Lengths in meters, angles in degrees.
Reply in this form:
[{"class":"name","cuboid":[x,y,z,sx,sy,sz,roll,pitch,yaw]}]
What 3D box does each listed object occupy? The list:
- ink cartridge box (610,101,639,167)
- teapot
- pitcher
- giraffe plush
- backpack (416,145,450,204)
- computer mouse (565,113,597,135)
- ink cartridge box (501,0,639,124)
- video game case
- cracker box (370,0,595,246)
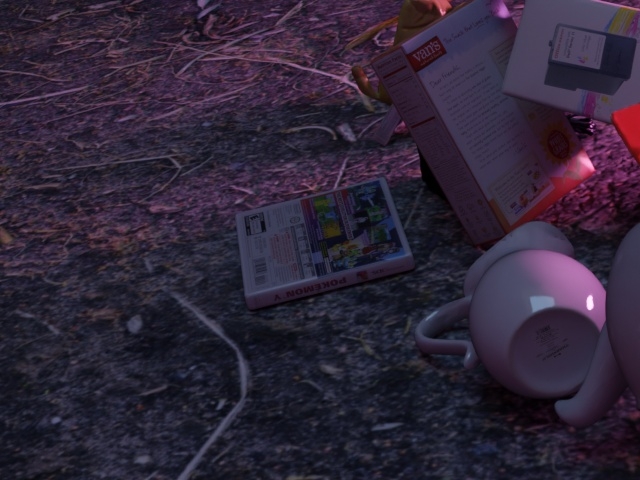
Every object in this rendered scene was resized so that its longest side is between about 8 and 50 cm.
[{"class":"ink cartridge box","cuboid":[0.415,0.010,0.947,0.308,0.091,0.385,-21,70,-37]},{"class":"teapot","cuboid":[0.330,0.096,1.080,0.253,0.187,0.256,13,-7,2]},{"class":"pitcher","cuboid":[0.171,0.076,1.301,0.178,0.125,0.207,-33,16,8]},{"class":"giraffe plush","cuboid":[0.152,-0.226,1.826,0.210,0.181,0.170,-41,6,25]},{"class":"backpack","cuboid":[0.159,-0.116,1.629,0.101,0.120,0.098,-25,29,-18]},{"class":"computer mouse","cuboid":[0.319,-0.185,1.766,0.106,0.042,0.193,2,37,36]},{"class":"ink cartridge box","cuboid":[0.336,-0.170,1.463,0.207,0.119,0.353,5,14,-43]},{"class":"video game case","cuboid":[0.000,0.000,1.597,0.184,0.023,0.201,-14,27,1]},{"class":"cracker box","cuboid":[0.176,-0.132,1.532,0.156,0.232,0.067,-34,8,-32]}]
